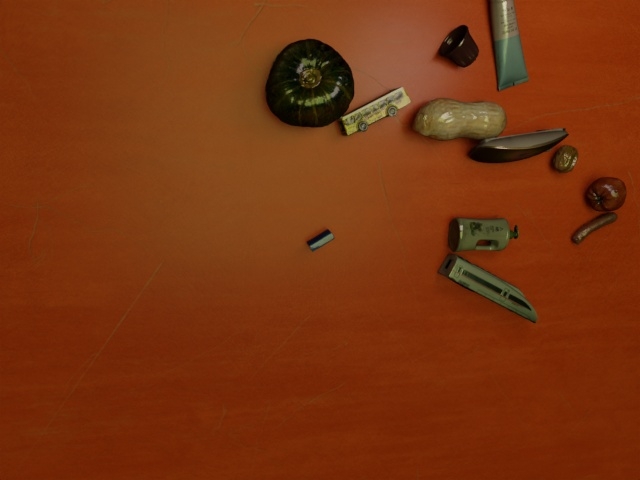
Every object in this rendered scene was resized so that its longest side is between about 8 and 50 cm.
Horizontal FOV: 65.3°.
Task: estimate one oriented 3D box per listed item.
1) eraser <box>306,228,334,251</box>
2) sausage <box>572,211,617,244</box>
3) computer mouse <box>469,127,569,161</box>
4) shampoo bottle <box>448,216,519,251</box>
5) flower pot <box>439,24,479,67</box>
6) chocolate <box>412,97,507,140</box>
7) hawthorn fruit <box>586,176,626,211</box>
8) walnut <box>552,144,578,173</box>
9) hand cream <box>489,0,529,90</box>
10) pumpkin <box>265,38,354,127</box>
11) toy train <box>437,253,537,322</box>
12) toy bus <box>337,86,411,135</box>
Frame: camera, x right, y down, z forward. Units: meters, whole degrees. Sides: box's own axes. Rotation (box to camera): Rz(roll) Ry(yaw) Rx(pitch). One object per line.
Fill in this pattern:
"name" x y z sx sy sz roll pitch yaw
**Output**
"eraser" 0.000 0.000 1.606 0.084 0.063 0.027 -31 106 -2
"sausage" 0.975 -0.048 1.779 0.176 0.040 0.047 -30 112 -2
"computer mouse" 0.640 -0.299 1.612 0.310 0.158 0.072 -10 84 -8
"shampoo bottle" 0.559 -0.020 1.688 0.234 0.087 0.118 0 99 -10
"flower pot" 0.437 -0.589 1.542 0.089 0.111 0.111 31 95 -26
"chocolate" 0.439 -0.380 1.569 0.309 0.134 0.134 -4 103 -9
"hawthorn fruit" 0.985 -0.166 1.721 0.125 0.125 0.140 32 62 -15
"walnut" 0.825 -0.272 1.687 0.079 0.082 0.096 12 99 -40
"hand cream" 0.590 -0.644 1.582 0.111 0.070 0.312 -19 113 -7
"pumpkin" -0.028 -0.442 1.454 0.260 0.189 0.260 0 82 1
"toy train" 0.605 0.170 1.741 0.407 0.086 0.088 27 91 -15
"toy bus" 0.164 -0.394 1.541 0.226 0.081 0.074 -28 106 -3
